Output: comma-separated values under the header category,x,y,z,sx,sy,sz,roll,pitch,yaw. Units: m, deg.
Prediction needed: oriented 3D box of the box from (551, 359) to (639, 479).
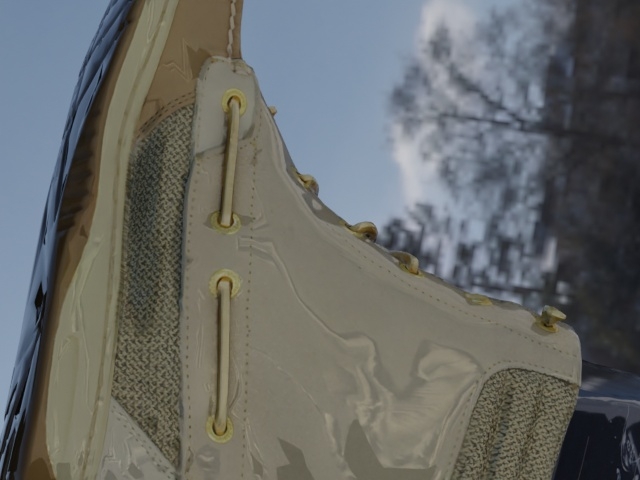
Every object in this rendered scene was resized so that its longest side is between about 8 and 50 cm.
category,x,y,z,sx,sy,sz,roll,pitch,yaw
box,0.070,0.226,0.807,0.312,0.179,0.343,13,-88,-56

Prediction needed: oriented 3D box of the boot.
category,x,y,z,sx,sy,sz,roll,pitch,yaw
boot,0.000,0.000,0.598,0.095,0.203,0.262,135,147,-60
